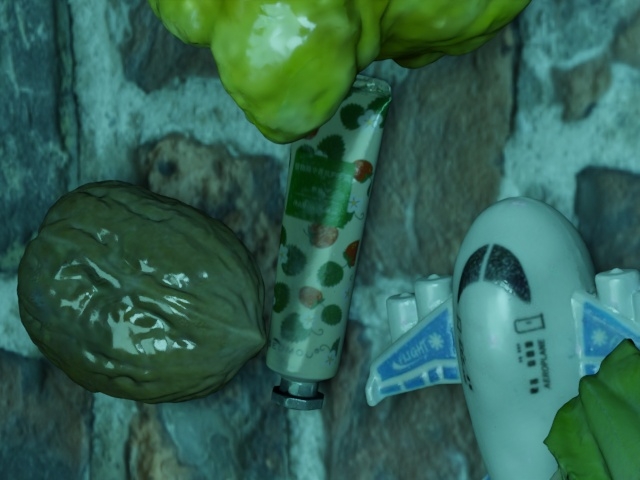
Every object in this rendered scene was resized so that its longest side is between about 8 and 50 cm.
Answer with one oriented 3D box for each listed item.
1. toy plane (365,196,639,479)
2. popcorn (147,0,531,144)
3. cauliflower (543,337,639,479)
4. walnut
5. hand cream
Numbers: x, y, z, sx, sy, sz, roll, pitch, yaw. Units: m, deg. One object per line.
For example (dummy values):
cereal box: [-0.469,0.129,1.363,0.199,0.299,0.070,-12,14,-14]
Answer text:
toy plane: [0.153,0.100,1.390,0.267,0.123,0.266,4,97,32]
popcorn: [0.026,-0.248,1.281,0.292,0.334,0.293,57,152,20]
cauliflower: [0.236,0.157,1.162,0.256,0.315,0.239,-15,88,14]
walnut: [-0.143,0.048,1.548,0.230,0.178,0.178,20,108,25]
hand cream: [0.000,0.000,1.514,0.095,0.059,0.276,14,101,34]
